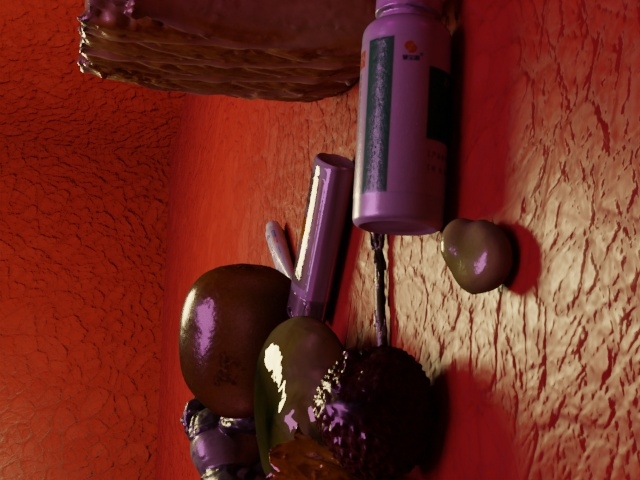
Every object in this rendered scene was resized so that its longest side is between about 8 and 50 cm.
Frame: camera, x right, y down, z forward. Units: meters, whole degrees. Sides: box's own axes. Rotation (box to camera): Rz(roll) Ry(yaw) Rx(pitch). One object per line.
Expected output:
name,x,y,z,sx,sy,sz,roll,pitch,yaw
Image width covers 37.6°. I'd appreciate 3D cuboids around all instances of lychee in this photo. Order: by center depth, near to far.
lychee,0.051,0.166,0.901,0.123,0.123,0.129,-162,70,-75

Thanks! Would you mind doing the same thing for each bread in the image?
bread,-0.108,-0.341,1.202,0.371,0.390,0.279,164,107,-75

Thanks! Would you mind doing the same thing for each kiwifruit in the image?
kiwifruit,-0.116,0.151,1.395,0.196,0.196,0.233,-151,69,-74

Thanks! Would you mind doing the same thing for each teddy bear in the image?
teddy bear,-0.130,0.356,1.493,0.171,0.144,0.250,-32,51,45

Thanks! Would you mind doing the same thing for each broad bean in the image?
broad bean,0.133,0.012,0.798,0.063,0.045,0.083,-67,27,15
broad bean,-0.012,0.208,1.118,0.291,0.119,0.238,167,99,-77

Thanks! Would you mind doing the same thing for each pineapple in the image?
pineapple,-0.007,0.312,0.878,0.250,0.164,0.139,32,125,38

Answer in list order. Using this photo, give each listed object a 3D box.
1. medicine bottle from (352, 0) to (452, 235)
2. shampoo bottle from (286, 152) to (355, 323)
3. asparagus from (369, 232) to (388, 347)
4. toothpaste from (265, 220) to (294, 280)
medicine bottle,0.084,-0.138,0.941,0.095,0.095,0.259,157,117,-73
shampoo bottle,0.000,0.000,1.272,0.086,0.056,0.227,-119,37,-67
asparagus,0.067,0.070,1.062,0.023,0.022,0.232,32,-130,-56
toothpaste,-0.062,0.037,1.545,0.218,0.033,0.052,-109,25,-53
